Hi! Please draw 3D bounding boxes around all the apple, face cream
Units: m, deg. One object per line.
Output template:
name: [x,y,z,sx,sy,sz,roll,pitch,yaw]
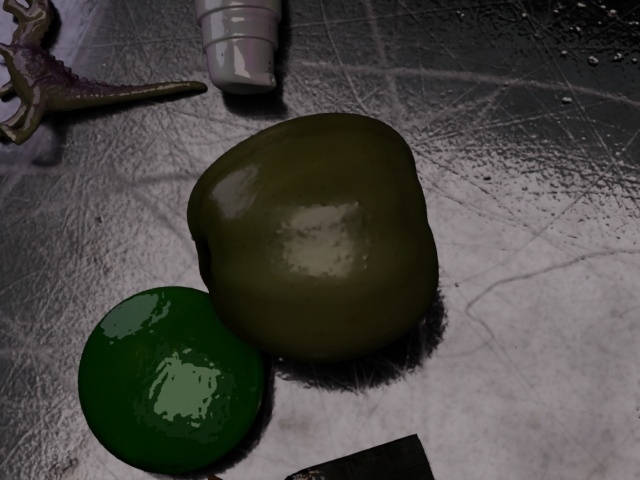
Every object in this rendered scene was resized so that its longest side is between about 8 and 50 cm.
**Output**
apple: [0.000,0.000,1.912,0.279,0.279,0.279,-1,78,5]
face cream: [-0.098,-0.333,2.071,0.102,0.102,0.346,-4,77,5]

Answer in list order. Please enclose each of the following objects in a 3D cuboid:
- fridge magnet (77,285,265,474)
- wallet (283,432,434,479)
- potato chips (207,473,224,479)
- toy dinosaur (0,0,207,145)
fridge magnet: [-0.163,0.153,1.980,0.208,0.088,0.208,-1,77,4]
wallet: [0.082,0.376,1.908,0.169,0.044,0.317,-16,79,-16]
potato chips: [-0.023,0.278,1.974,0.204,0.026,0.037,1,65,7]
toy dinosaur: [-0.293,-0.181,2.075,0.251,0.072,0.200,33,73,21]
